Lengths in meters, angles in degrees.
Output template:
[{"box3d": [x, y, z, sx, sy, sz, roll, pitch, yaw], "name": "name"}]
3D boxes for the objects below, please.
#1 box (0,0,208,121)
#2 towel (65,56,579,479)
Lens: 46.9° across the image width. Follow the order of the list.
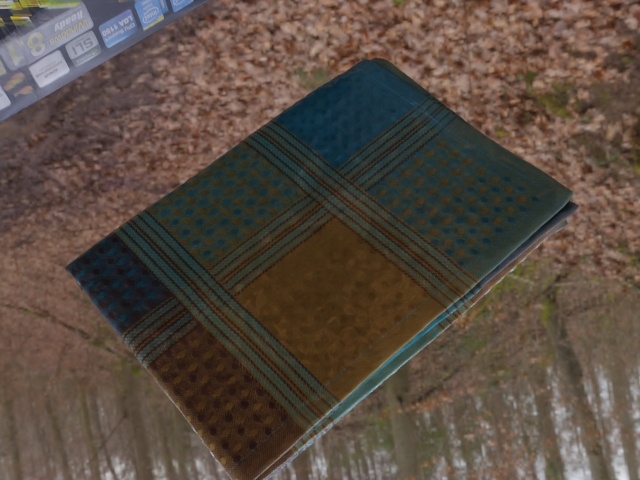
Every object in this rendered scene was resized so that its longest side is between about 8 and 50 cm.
[{"box3d": [-0.186, -0.316, 0.587, 0.395, 0.097, 0.318, -36, 150, -18], "name": "box"}, {"box3d": [0.000, 0.000, 0.651, 0.370, 0.271, 0.040, -38, 152, -17], "name": "towel"}]
